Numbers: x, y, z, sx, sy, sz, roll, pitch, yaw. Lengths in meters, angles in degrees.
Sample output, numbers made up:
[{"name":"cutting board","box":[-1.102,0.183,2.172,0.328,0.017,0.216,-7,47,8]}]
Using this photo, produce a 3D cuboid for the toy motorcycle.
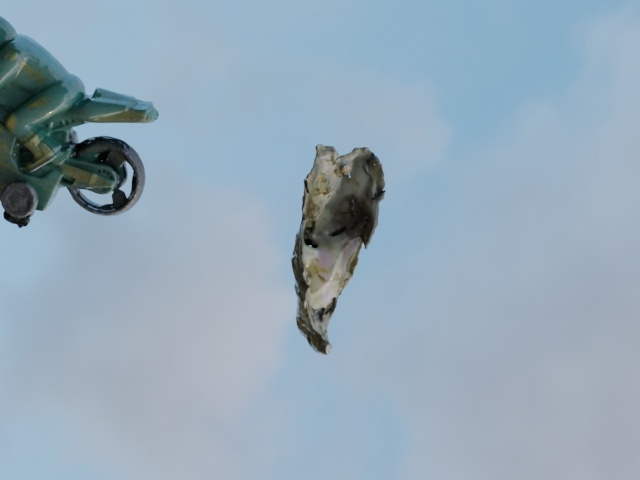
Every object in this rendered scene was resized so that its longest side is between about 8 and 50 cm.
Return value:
[{"name":"toy motorcycle","box":[-0.315,-0.128,1.885,0.109,0.296,0.198,-73,178,-73]}]

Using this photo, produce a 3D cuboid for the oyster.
[{"name":"oyster","box":[0.002,-0.001,1.777,0.200,0.106,0.061,-63,-160,-2]}]
